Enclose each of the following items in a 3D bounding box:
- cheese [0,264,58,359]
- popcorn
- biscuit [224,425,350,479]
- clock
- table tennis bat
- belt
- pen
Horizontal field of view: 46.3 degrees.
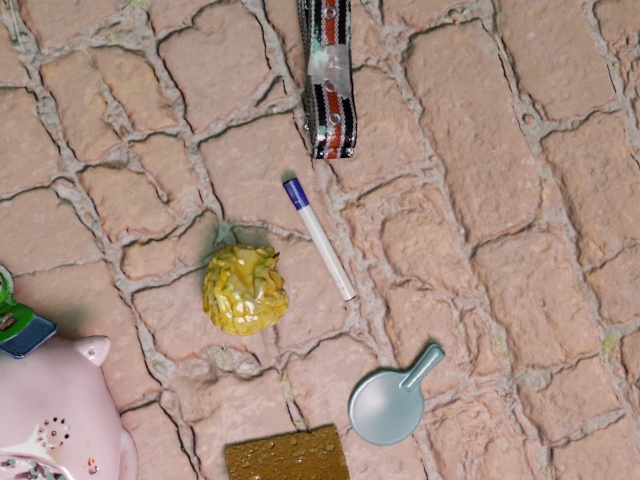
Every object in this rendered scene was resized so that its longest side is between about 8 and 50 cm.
[{"bbox_3d":[-0.603,0.109,1.295,0.320,0.204,0.083,22,130,19],"label":"cheese"},{"bbox_3d":[-0.139,0.090,1.408,0.170,0.180,0.180,-26,97,21],"label":"popcorn"},{"bbox_3d":[-0.065,0.435,1.445,0.231,0.131,0.025,-8,135,-9],"label":"biscuit"},{"bbox_3d":[-0.503,0.352,1.295,0.368,0.250,0.377,2,92,-8],"label":"clock"},{"bbox_3d":[0.162,0.307,1.513,0.153,0.040,0.244,41,89,-9],"label":"table tennis bat"},{"bbox_3d":[0.014,-0.336,1.424,0.094,0.126,0.359,-4,92,-11],"label":"belt"},{"bbox_3d":[0.000,0.000,1.477,0.033,0.033,0.269,-29,96,-7],"label":"pen"}]
